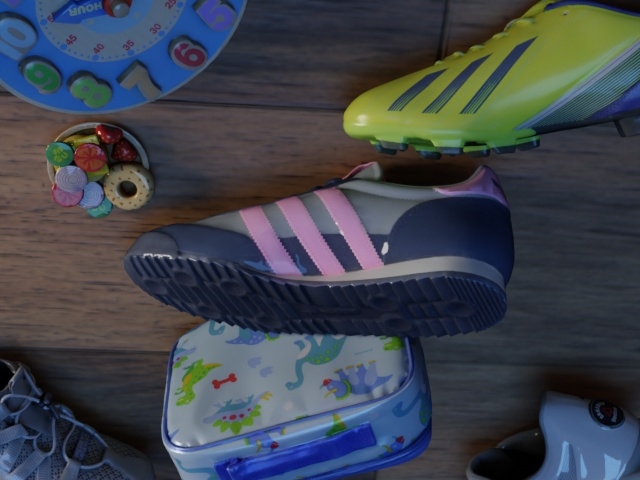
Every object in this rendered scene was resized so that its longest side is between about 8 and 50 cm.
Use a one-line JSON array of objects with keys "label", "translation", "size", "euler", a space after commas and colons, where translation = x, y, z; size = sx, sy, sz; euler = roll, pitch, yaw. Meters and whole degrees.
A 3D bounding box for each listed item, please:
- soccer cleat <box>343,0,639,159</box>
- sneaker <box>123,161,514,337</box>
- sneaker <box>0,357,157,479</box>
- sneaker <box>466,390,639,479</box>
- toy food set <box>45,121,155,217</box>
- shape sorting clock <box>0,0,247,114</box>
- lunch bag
[{"label": "soccer cleat", "translation": [0.158, -0.129, 0.897], "size": [0.289, 0.093, 0.121], "euler": [-8, 93, 6]}, {"label": "sneaker", "translation": [0.000, 0.000, 0.954], "size": [0.319, 0.131, 0.112], "euler": [3, 148, 18]}, {"label": "sneaker", "translation": [-0.267, 0.165, 1.029], "size": [0.281, 0.105, 0.115], "euler": [23, 118, -17]}, {"label": "sneaker", "translation": [0.194, 0.267, 1.136], "size": [0.146, 0.122, 0.330], "euler": [25, 120, 2]}, {"label": "toy food set", "translation": [-0.178, -0.056, 0.943], "size": [0.083, 0.020, 0.083], "euler": [-13, 123, 4]}, {"label": "shape sorting clock", "translation": [-0.144, -0.170, 0.826], "size": [0.206, 0.040, 0.206], "euler": [-15, 136, -14]}, {"label": "lunch bag", "translation": [-0.020, 0.126, 0.979], "size": [0.219, 0.176, 0.090], "euler": [-17, 122, 6]}]
